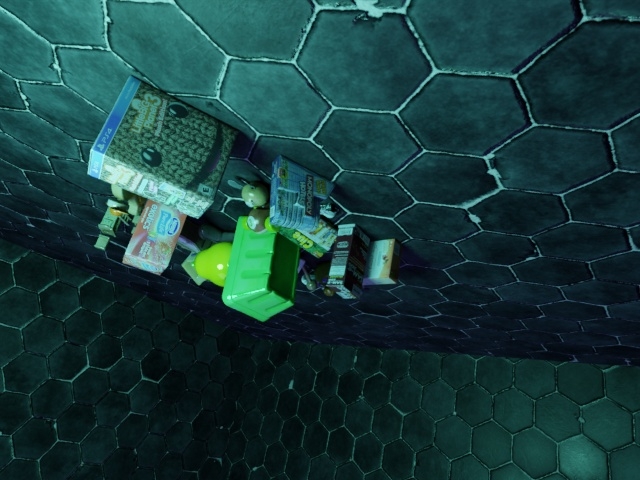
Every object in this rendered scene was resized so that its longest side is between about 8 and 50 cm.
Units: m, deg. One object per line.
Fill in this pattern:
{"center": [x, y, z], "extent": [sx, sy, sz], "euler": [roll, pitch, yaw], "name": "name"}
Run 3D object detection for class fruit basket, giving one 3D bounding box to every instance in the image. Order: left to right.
{"center": [-0.284, 0.102, 1.616], "extent": [0.392, 0.391, 0.283], "euler": [-5, 151, 36], "name": "fruit basket"}

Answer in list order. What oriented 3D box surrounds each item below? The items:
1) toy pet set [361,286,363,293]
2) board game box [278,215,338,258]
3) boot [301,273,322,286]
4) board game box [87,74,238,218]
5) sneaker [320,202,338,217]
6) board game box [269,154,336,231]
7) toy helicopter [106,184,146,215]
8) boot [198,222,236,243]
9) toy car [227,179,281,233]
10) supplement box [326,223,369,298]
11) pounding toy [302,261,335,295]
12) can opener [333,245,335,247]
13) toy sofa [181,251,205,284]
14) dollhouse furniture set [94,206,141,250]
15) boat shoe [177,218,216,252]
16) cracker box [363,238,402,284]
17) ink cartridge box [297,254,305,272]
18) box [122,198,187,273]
{"center": [0.160, 0.227, 2.096], "extent": [0.122, 0.065, 0.114], "euler": [19, -169, -7], "name": "toy pet set"}
{"center": [-0.041, -0.036, 1.514], "extent": [0.136, 0.030, 0.260], "euler": [-40, 134, 17], "name": "board game box"}
{"center": [0.007, 0.185, 2.056], "extent": [0.190, 0.069, 0.086], "euler": [9, 149, -9], "name": "boot"}
{"center": [-0.396, -0.229, 1.090], "extent": [0.291, 0.231, 0.141], "euler": [23, 154, -24], "name": "board game box"}
{"center": [0.013, -0.109, 1.405], "extent": [0.098, 0.038, 0.069], "euler": [11, 157, -21], "name": "sneaker"}
{"center": [-0.048, -0.130, 1.244], "extent": [0.194, 0.194, 0.060], "euler": [9, 162, -30], "name": "board game box"}
{"center": [-0.608, -0.156, 1.361], "extent": [0.140, 0.234, 0.355], "euler": [17, 157, -11], "name": "toy helicopter"}
{"center": [-0.375, -0.017, 1.765], "extent": [0.209, 0.075, 0.190], "euler": [11, 172, 22], "name": "boot"}
{"center": [-0.214, -0.127, 1.367], "extent": [0.155, 0.148, 0.188], "euler": [4, 146, 45], "name": "toy car"}
{"center": [0.103, 0.075, 1.516], "extent": [0.073, 0.239, 0.130], "euler": [-4, 152, 33], "name": "supplement box"}
{"center": [0.029, 0.192, 1.926], "extent": [0.237, 0.110, 0.182], "euler": [-2, 138, 17], "name": "pounding toy"}
{"center": [0.000, 0.000, 1.634], "extent": [0.186, 0.073, 0.059], "euler": [11, 151, -21], "name": "can opener"}
{"center": [-0.465, 0.102, 2.021], "extent": [0.363, 0.177, 0.150], "euler": [-3, 132, 35], "name": "toy sofa"}
{"center": [-0.855, -0.042, 1.816], "extent": [0.161, 0.181, 0.101], "euler": [17, 156, -9], "name": "dollhouse furniture set"}
{"center": [-0.552, -0.010, 1.842], "extent": [0.103, 0.113, 0.302], "euler": [-10, 138, 46], "name": "boat shoe"}
{"center": [0.186, 0.086, 1.605], "extent": [0.232, 0.155, 0.067], "euler": [-9, 148, 40], "name": "cracker box"}
{"center": [-0.204, 0.138, 1.878], "extent": [0.189, 0.232, 0.066], "euler": [24, -165, -24], "name": "ink cartridge box"}
{"center": [-0.577, -0.046, 1.514], "extent": [0.142, 0.299, 0.154], "euler": [23, 154, -22], "name": "box"}
